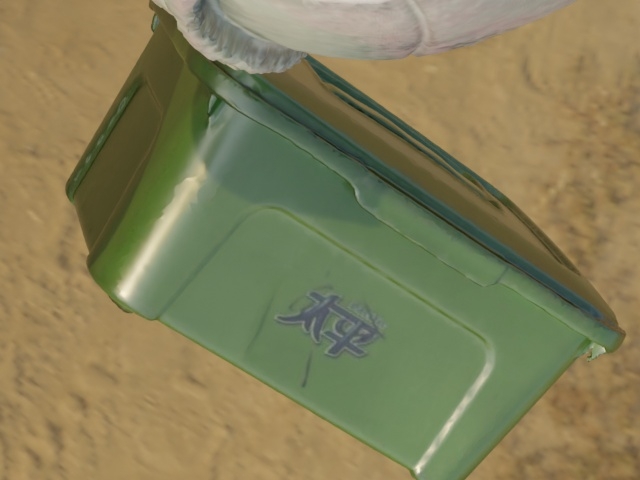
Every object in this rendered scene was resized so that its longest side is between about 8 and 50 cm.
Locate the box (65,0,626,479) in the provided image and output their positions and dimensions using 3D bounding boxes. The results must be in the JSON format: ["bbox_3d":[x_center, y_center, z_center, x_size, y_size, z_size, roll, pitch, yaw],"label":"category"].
[{"bbox_3d":[0.000,0.000,1.208,0.329,0.253,0.178,35,101,-21],"label":"box"}]

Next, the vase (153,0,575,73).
[{"bbox_3d":[0.022,-0.185,0.696,0.250,0.445,0.250,0,99,3],"label":"vase"}]
